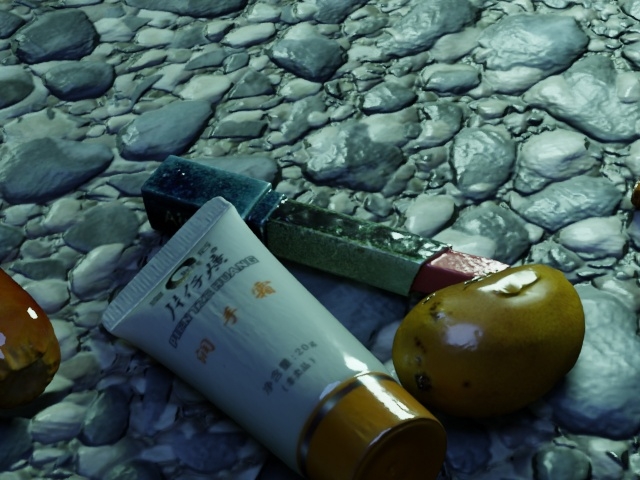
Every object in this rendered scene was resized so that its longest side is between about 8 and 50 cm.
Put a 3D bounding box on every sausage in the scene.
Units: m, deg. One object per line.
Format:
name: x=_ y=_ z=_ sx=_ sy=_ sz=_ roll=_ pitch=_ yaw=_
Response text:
sausage: x=-0.301 y=0.036 z=1.058 sx=0.089 sy=0.083 sz=0.300 roll=-30 pitch=44 yaw=-21

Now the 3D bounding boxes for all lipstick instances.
lipstick: x=0.000 y=0.000 z=1.068 sx=0.312 sy=0.051 sz=0.051 roll=17 pitch=47 yaw=24

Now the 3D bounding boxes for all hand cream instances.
hand cream: x=-0.035 y=0.077 z=0.964 sx=0.140 sy=0.089 sz=0.314 roll=-49 pitch=45 yaw=-9

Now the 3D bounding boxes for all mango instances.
mango: x=0.128 y=0.066 z=0.947 sx=0.159 sy=0.084 sz=0.105 roll=-30 pitch=52 yaw=-21

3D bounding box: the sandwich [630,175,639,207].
sandwich: x=0.290 y=-0.044 z=1.081 sx=0.069 sy=0.026 sz=0.101 roll=9 pitch=46 yaw=18
